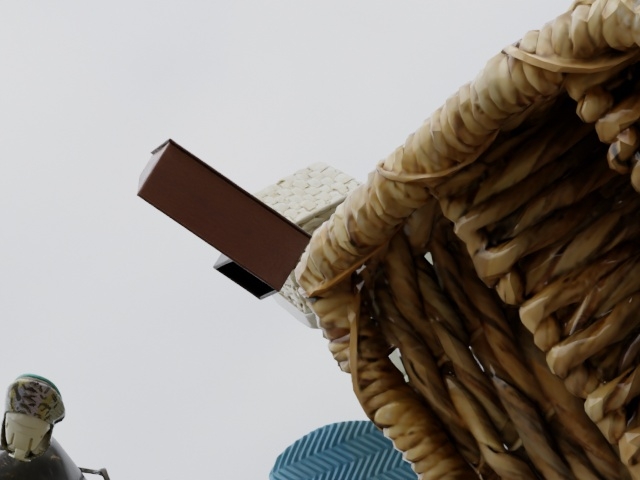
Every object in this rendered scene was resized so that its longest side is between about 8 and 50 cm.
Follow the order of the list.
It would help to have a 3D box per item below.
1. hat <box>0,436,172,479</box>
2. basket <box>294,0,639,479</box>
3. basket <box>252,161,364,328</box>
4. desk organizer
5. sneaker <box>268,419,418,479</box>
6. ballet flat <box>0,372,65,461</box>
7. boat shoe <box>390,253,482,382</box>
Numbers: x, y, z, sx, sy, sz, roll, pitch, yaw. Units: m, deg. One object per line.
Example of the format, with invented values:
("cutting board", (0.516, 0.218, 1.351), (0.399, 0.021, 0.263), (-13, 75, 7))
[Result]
("hat", (-0.253, 0.231, 1.566), (0.331, 0.331, 0.134), (-22, -74, 1))
("basket", (0.161, 0.053, 0.626), (0.223, 0.299, 0.213), (-32, -8, -10))
("basket", (0.000, 0.000, 1.857), (0.113, 0.167, 0.103), (-28, -72, -10))
("desk organizer", (-0.076, -0.014, 1.457), (0.130, 0.050, 0.047), (35, -21, -12))
("sneaker", (0.072, 0.175, 1.560), (0.229, 0.087, 0.092), (-17, -21, 4))
("ballet flat", (-0.185, 0.119, 1.273), (0.041, 0.041, 0.114), (-11, -18, -15))
("boat shoe", (0.156, 0.000, 1.569), (0.113, 0.127, 0.340), (4, -49, -29))
